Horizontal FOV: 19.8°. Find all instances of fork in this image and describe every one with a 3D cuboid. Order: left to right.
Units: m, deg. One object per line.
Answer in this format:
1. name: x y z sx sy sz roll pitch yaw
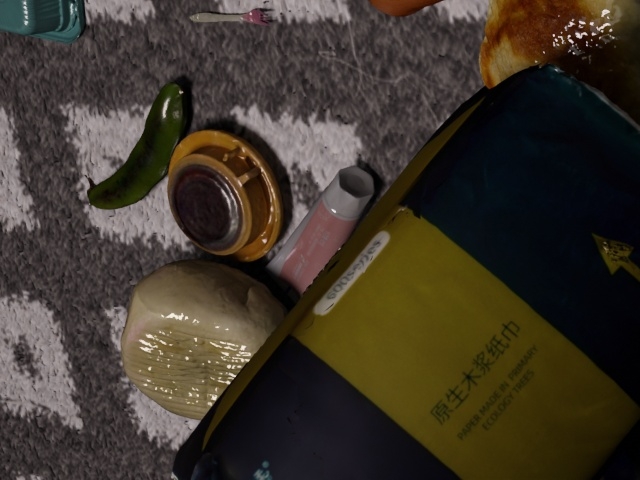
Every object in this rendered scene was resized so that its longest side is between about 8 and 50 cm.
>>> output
1. fork: -0.086 -0.216 1.775 0.115 0.012 0.016 7 111 45

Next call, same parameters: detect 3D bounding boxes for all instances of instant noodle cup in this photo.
1. instant noodle cup: -0.326 -0.292 1.909 0.157 0.070 0.179 15 119 34

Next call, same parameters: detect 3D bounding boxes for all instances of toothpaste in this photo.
1. toothpaste: 0.000 0.000 1.789 0.067 0.043 0.194 46 140 11

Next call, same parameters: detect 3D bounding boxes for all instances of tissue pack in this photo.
1. tissue pack: 0.100 0.101 1.379 0.253 0.416 0.264 39 173 -1

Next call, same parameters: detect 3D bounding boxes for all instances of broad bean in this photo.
1. broad bean: -0.190 -0.087 1.912 0.227 0.039 0.069 -40 77 46

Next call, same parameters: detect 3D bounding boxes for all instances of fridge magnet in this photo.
1. fridge magnet: -0.099 -0.042 1.835 0.143 0.063 0.143 17 121 31

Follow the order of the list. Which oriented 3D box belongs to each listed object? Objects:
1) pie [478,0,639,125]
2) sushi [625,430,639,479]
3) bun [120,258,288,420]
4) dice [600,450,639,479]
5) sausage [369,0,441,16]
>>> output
1. pie: 0.203 -0.154 1.496 0.179 0.084 0.205 28 130 28
2. sushi: 0.379 0.170 1.418 0.227 0.212 0.215 51 146 9
3. bun: -0.102 0.095 1.862 0.193 0.128 0.178 11 136 7
4. dice: 0.143 0.274 1.644 0.251 0.259 0.243 -5 109 42
5. sausage: 0.086 -0.234 1.532 0.076 0.076 0.197 66 162 -6
